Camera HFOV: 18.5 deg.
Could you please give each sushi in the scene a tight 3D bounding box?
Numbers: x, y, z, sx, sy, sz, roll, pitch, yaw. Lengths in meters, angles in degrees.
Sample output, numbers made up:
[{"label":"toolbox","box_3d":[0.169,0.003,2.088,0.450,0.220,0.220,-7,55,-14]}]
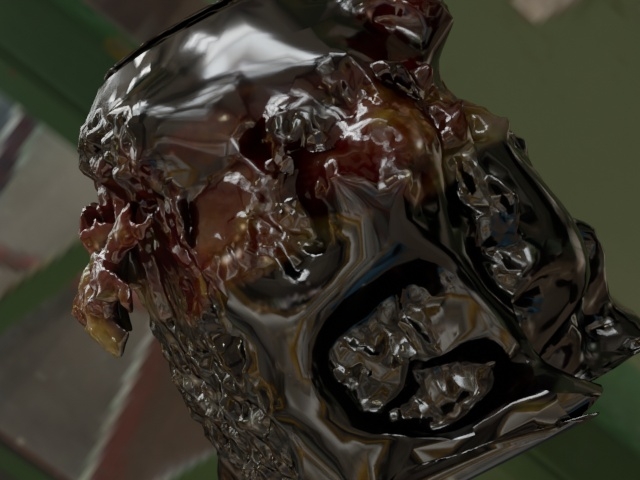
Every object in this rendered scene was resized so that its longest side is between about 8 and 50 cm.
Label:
[{"label":"sushi","box_3d":[0.000,0.000,0.600,0.153,0.150,0.172,-27,-1,5]}]
